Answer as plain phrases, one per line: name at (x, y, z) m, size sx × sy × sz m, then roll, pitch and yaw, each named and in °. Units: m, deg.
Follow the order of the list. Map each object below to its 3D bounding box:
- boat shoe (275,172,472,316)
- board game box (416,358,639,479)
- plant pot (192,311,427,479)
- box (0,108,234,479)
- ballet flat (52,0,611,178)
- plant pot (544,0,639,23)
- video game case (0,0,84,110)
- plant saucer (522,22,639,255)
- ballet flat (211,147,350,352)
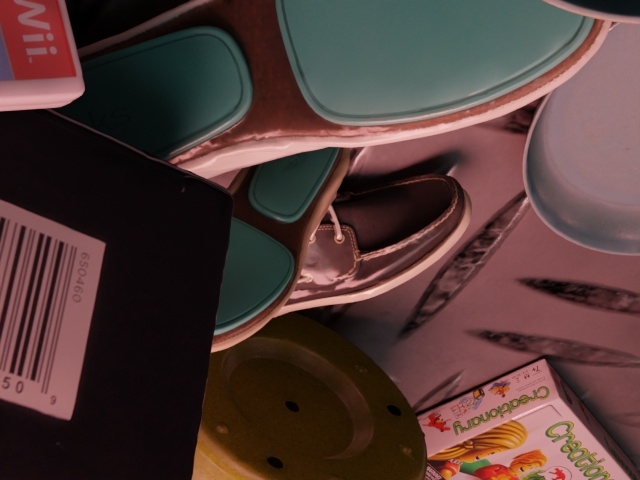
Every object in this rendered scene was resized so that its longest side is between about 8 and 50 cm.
boat shoe at (0.000, 0.000, 1.020) m, size 0.233 × 0.084 × 0.079 m, roll -17°, pitch 143°, yaw 9°
board game box at (0.208, 0.242, 1.412) m, size 0.193 × 0.053 × 0.305 m, roll -27°, pitch 140°, yaw 16°
plant pot at (-0.095, 0.250, 1.127) m, size 0.366 × 0.366 × 0.353 m, roll 12°, pitch 123°, yaw -30°
box at (-0.291, 0.058, 0.780) m, size 0.293 × 0.212 × 0.395 m, roll 25°, pitch 151°, yaw -36°
ballet flat at (-0.016, -0.109, 0.852) m, size 0.400 × 0.139 × 0.139 m, roll -16°, pitch 143°, yaw 13°
plant pot at (0.154, -0.274, 0.620) m, size 0.290 × 0.195 × 0.290 m, roll -9°, pitch 131°, yaw -10°
video game case at (-0.248, -0.151, 0.592) m, size 0.285 × 0.204 × 0.025 m, roll -10°, pitch 174°, yaw -44°
plant saucer at (0.301, -0.104, 1.020) m, size 0.317 × 0.044 × 0.317 m, roll -8°, pitch 142°, yaw -7°
ballet flat at (-0.048, 0.006, 0.905) m, size 0.086 × 0.248 × 0.086 m, roll 17°, pitch 132°, yaw 19°
